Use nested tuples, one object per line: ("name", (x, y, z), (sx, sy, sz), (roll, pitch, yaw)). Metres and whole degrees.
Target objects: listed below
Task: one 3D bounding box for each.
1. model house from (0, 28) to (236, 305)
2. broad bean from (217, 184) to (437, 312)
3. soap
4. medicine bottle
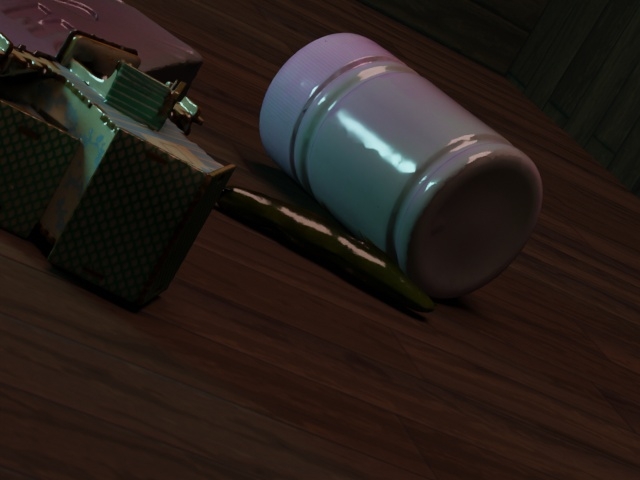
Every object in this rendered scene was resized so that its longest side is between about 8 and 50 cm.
("model house", (-0.173, -0.059, 1.587), (0.271, 0.178, 0.206), (21, 18, -46))
("broad bean", (0.000, 0.000, 2.005), (0.297, 0.043, 0.060), (28, 25, -7))
("soap", (-0.306, -0.203, 1.844), (0.296, 0.107, 0.285), (36, 25, 11))
("medicine bottle", (0.092, -0.093, 2.189), (0.202, 0.202, 0.316), (16, 20, -46))
